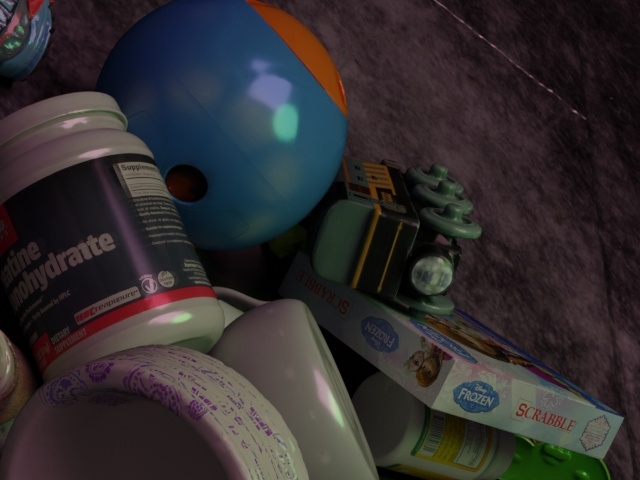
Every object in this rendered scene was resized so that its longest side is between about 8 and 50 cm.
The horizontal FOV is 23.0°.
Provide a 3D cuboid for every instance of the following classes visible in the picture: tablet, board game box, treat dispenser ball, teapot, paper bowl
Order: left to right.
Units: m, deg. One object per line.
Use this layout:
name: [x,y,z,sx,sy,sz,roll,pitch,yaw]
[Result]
paper bowl: [-0.137,0.232,1.405,0.284,0.284,0.148,59,31,6]
treat dispenser ball: [-0.112,-0.133,1.758,0.288,0.288,0.288,32,39,-31]
tablet: [-0.089,0.105,1.834,0.083,0.006,0.054,31,40,-33]
teapot: [-0.063,0.190,1.643,0.256,0.187,0.253,-103,171,-74]
board game box: [0.156,0.138,1.904,0.318,0.066,0.318,21,9,-42]

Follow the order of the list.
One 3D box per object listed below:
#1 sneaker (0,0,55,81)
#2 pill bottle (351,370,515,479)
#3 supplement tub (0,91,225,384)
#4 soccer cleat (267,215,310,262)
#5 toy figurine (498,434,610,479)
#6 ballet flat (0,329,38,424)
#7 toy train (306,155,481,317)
sneaker: [-0.370,-0.308,1.754,0.125,0.104,0.262,17,48,-41]
pill bottle: [0.140,0.234,1.910,0.208,0.117,0.118,21,46,-41]
supplement tub: [-0.228,0.010,1.570,0.191,0.191,0.272,-6,66,-54]
soccer cleat: [0.000,0.000,1.998,0.179,0.060,0.072,14,38,-45]
toy figurine: [0.306,0.283,2.117,0.173,0.130,0.159,26,22,0]
ballet flat: [-0.353,0.112,1.399,0.316,0.106,0.108,2,60,-52]
toy train: [0.077,-0.021,1.879,0.190,0.142,0.334,17,16,-7]
